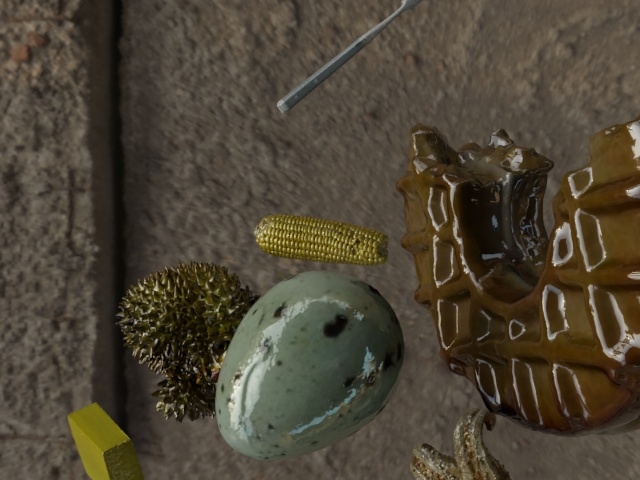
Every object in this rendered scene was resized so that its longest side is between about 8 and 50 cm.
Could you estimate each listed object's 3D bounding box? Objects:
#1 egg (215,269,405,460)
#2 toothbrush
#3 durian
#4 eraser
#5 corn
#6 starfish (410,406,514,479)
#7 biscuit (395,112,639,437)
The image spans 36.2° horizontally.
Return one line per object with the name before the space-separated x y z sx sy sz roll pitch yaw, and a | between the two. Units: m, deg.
egg | -0.010 0.099 0.750 0.131 0.131 0.164 42 75 9
toothbrush | 0.057 -0.342 1.748 0.342 0.030 0.025 -41 108 -8
durian | -0.183 0.145 1.501 0.258 0.293 0.258 0 76 -1
eraser | -0.267 0.274 1.232 0.045 0.122 0.097 -23 116 -27
corn | 0.000 0.000 1.444 0.206 0.067 0.067 7 87 15
starfish | 0.265 0.385 1.421 0.303 0.312 0.113 47 66 -3
biscuit | 0.183 0.022 0.783 0.115 0.366 0.268 -6 92 -22
